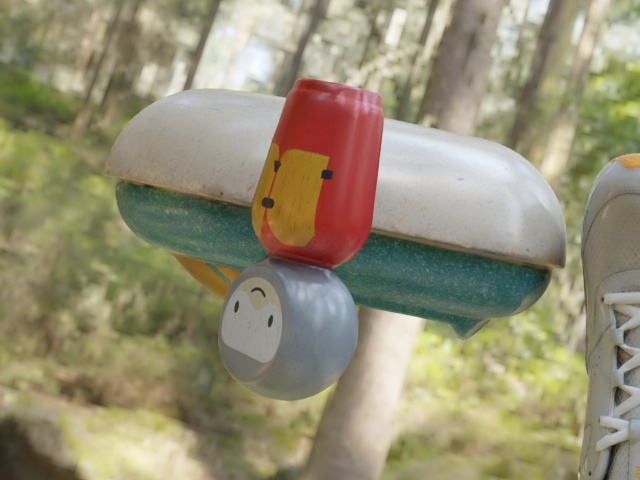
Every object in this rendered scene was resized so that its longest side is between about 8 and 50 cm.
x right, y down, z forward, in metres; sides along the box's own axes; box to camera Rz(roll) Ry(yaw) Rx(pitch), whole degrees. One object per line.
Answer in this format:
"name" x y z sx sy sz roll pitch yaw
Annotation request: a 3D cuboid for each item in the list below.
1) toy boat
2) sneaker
"toy boat" 0.000 0.000 0.937 0.267 0.148 0.318 12 1 4
"sneaker" 0.183 0.085 0.940 0.099 0.121 0.262 1 -64 22
